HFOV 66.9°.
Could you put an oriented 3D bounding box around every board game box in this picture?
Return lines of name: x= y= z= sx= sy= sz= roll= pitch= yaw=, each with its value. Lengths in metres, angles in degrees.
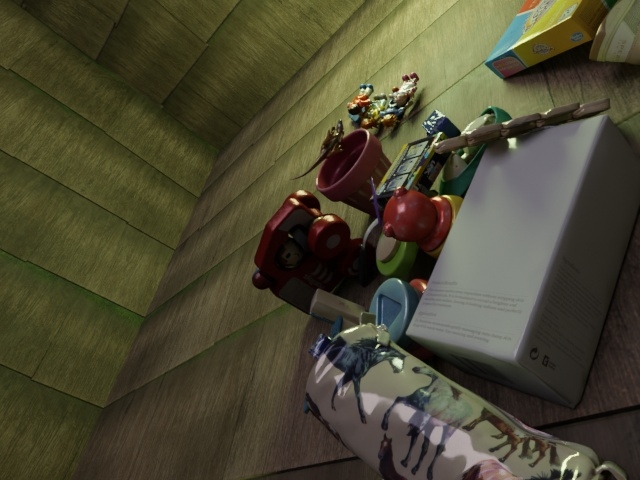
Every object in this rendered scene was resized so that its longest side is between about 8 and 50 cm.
board game box: x=0.199 y=-0.146 z=1.063 sx=0.170 sy=0.048 sz=0.141 roll=-57 pitch=20 yaw=-15
board game box: x=0.518 y=-0.499 z=1.043 sx=0.242 sy=0.064 sz=0.316 roll=-56 pitch=11 yaw=-2

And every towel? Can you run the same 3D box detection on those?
towel: x=0.142 y=-0.466 z=1.785 sx=0.067 sy=0.029 sz=0.119 roll=-48 pitch=25 yaw=14

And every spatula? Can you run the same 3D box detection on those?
spatula: x=0.108 y=-0.006 z=1.084 sx=0.084 sy=0.030 sz=0.297 roll=-95 pitch=8 yaw=-50

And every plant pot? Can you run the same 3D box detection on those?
plant pot: x=0.117 y=-0.162 z=1.277 sx=0.201 sy=0.180 sz=0.201 roll=-41 pitch=28 yaw=28

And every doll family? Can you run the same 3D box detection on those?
doll family: x=0.209 y=-0.425 z=1.554 sx=0.262 sy=0.118 sz=0.163 roll=-2 pitch=49 yaw=38

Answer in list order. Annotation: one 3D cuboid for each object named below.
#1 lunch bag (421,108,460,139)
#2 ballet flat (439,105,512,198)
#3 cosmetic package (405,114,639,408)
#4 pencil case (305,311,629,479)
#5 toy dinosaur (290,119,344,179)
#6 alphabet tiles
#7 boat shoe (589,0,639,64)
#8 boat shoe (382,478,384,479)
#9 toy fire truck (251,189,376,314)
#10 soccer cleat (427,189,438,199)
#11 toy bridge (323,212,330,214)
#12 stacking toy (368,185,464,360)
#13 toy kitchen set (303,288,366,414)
lunch bag: x=0.302 y=-0.286 z=1.239 sx=0.065 sy=0.067 sz=0.098 roll=-46 pitch=25 yaw=17
ballet flat: x=0.321 y=-0.191 z=1.065 sx=0.247 sy=0.087 sz=0.083 roll=-54 pitch=25 yaw=3
cosmetic package: x=0.316 y=0.020 z=0.741 sx=0.217 sy=0.156 sz=0.385 roll=2 pitch=59 yaw=61
pencil case: x=0.153 y=0.248 z=0.629 sx=0.410 sy=0.159 sz=0.184 roll=23 pitch=101 yaw=48
toy dinosaur: x=0.016 y=-0.233 z=1.280 sx=0.212 sy=0.064 sz=0.112 roll=-52 pitch=5 yaw=-15
alphabet tiles: x=0.350 y=-0.199 z=0.872 sx=0.283 sy=0.021 sz=0.278 roll=-12 pitch=4 yaw=18
boat shoe: x=0.599 y=-0.427 z=0.873 sx=0.098 sy=0.109 sz=0.302 roll=30 pitch=70 yaw=29
boat shoe: x=0.138 y=0.377 z=0.680 sx=0.084 sy=0.095 sz=0.258 roll=-43 pitch=28 yaw=32
toy fire truck: x=-0.033 y=0.043 z=1.171 sx=0.254 sy=0.302 sz=0.169 roll=-50 pitch=47 yaw=3
soccer cleat: x=0.220 y=-0.046 z=1.041 sx=0.121 sy=0.093 sz=0.289 roll=-38 pitch=27 yaw=-7
toy bridge: x=0.000 y=0.000 z=1.464 sx=0.063 sy=0.026 sz=0.188 roll=-10 pitch=51 yaw=55
stacking toy: x=0.130 y=0.058 z=0.925 sx=0.279 sy=0.130 sz=0.309 roll=172 pitch=111 yaw=-69
toy kitchen set: x=0.008 y=0.239 z=1.035 sx=0.207 sy=0.122 sz=0.166 roll=-78 pitch=12 yaw=-65
